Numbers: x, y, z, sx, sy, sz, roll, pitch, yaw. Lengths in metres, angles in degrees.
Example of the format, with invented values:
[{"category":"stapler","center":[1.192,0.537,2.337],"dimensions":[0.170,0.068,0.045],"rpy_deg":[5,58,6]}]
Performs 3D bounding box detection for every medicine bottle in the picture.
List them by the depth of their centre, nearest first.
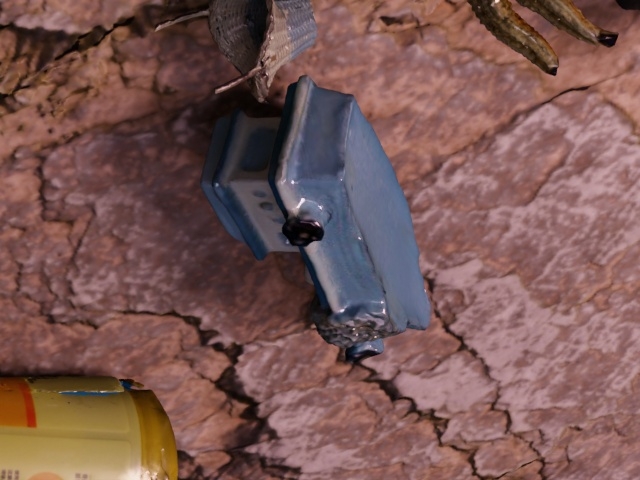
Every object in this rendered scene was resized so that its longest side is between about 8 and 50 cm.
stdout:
[{"category":"medicine bottle","center":[-0.207,0.142,1.109],"dimensions":[0.239,0.124,0.124],"rpy_deg":[4,130,-25]}]

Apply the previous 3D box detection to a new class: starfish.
[{"category":"starfish","center":[0.066,-0.176,0.878],"dimensions":[0.223,0.217,0.050],"rpy_deg":[46,76,-3]}]

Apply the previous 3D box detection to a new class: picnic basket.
[{"category":"picnic basket","center":[-0.041,-0.112,0.965],"dimensions":[0.083,0.065,0.083],"rpy_deg":[-19,143,-26]}]

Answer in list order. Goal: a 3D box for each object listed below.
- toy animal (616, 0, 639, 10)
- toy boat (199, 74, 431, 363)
[{"category":"toy animal","center":[0.192,-0.181,0.863],"dimensions":[0.115,0.245,0.146],"rpy_deg":[-5,98,7]},{"category":"toy boat","center":[0.000,0.000,1.063],"dimensions":[0.098,0.109,0.238],"rpy_deg":[0,148,19]}]
